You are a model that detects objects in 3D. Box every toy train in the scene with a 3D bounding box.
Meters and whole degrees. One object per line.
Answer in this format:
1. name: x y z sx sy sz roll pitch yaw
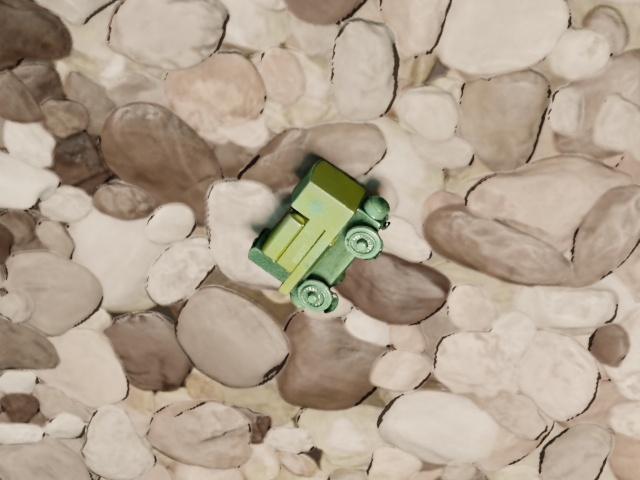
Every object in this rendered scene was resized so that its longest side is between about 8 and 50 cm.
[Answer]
1. toy train: 0.000 0.000 1.015 0.081 0.050 0.122 35 125 -8
